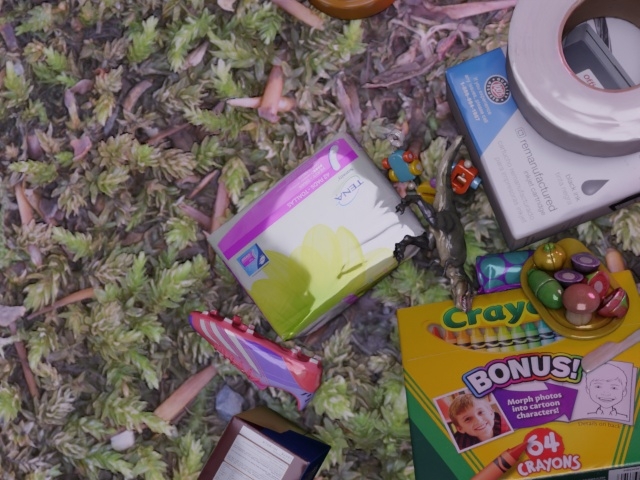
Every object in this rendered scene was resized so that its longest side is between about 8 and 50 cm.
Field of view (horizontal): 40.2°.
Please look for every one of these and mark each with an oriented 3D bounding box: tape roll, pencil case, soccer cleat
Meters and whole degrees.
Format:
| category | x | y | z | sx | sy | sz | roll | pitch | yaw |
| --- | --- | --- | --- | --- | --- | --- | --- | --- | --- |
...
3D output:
| category | x | y | z | sx | sy | sz | roll | pitch | yaw |
| --- | --- | --- | --- | --- | --- | --- | --- | --- | --- |
| tape roll | 0.403 | -0.264 | 1.215 | 0.286 | 0.100 | 0.286 | -2 | 82 | 11 |
| pencil case | 0.322 | 0.051 | 1.382 | 0.151 | 0.064 | 0.070 | -5 | 56 | 10 |
| soccer cleat | -0.115 | 0.190 | 1.437 | 0.248 | 0.083 | 0.095 | 23 | 93 | 9 |

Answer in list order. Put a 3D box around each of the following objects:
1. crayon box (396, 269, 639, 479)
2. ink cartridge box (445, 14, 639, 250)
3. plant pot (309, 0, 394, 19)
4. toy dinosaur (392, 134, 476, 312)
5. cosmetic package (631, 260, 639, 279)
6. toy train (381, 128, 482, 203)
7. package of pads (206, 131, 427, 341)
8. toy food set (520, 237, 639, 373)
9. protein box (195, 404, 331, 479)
| category | x | y | z | sx | sy | sz | roll | pitch | yaw |
| --- | --- | --- | --- | --- | --- | --- | --- | --- | --- |
| crayon box | 0.307 | 0.220 | 1.270 | 0.362 | 0.106 | 0.313 | -10 | 48 | 8 |
| ink cartridge box | 0.424 | -0.193 | 1.340 | 0.394 | 0.166 | 0.286 | -22 | 80 | 6 |
| plant pot | 0.043 | -0.492 | 1.427 | 0.205 | 0.188 | 0.205 | -1 | 83 | 10 |
| toy dinosaur | 0.172 | -0.022 | 1.331 | 0.118 | 0.064 | 0.268 | -5 | 91 | -14 |
| cosmetic package | 0.655 | -0.026 | 1.269 | 0.365 | 0.197 | 0.155 | -39 | 79 | 5 |
| toy train | 0.181 | -0.118 | 1.411 | 0.166 | 0.125 | 0.046 | 33 | 50 | 15 |
| package of pads | 0.000 | 0.000 | 1.425 | 0.296 | 0.101 | 0.229 | -39 | 79 | 4 |
| toy food set | 0.376 | 0.069 | 1.262 | 0.128 | 0.071 | 0.218 | -23 | 49 | -6 |
| protein box | -0.103 | 0.382 | 1.349 | 0.136 | 0.200 | 0.201 | 30 | 89 | 12 |
